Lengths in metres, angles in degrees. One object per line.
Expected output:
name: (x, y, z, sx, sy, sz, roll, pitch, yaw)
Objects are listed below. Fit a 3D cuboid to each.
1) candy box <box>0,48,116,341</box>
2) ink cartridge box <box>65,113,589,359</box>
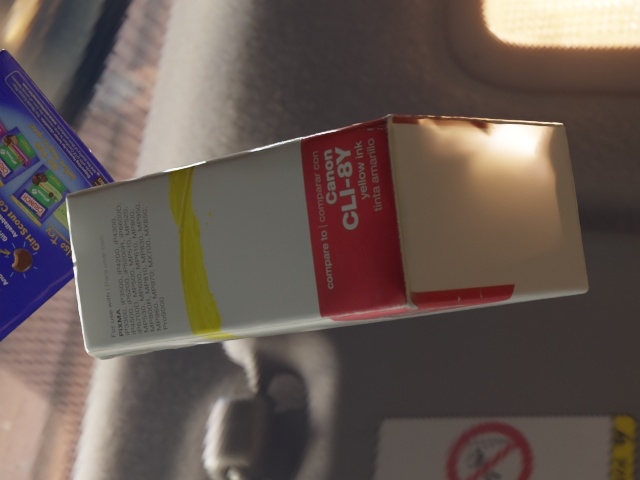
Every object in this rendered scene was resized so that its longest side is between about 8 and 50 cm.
candy box: (-0.423, -0.025, 1.891, 0.317, 0.268, 0.122, -43, -169, -26)
ink cartridge box: (0.000, 0.000, 1.434, 0.385, 0.279, 0.160, -11, -94, 39)
